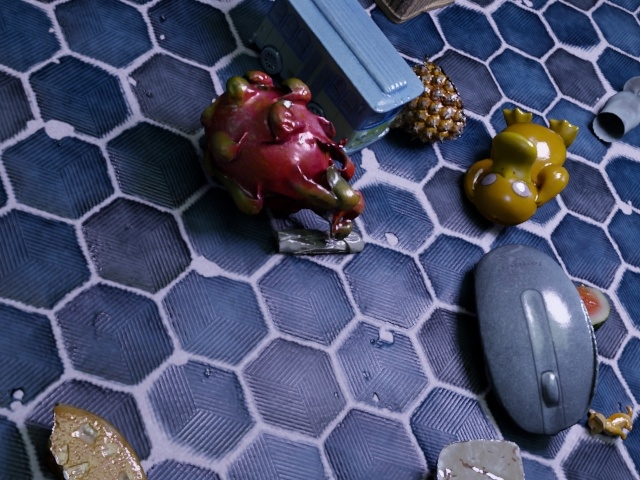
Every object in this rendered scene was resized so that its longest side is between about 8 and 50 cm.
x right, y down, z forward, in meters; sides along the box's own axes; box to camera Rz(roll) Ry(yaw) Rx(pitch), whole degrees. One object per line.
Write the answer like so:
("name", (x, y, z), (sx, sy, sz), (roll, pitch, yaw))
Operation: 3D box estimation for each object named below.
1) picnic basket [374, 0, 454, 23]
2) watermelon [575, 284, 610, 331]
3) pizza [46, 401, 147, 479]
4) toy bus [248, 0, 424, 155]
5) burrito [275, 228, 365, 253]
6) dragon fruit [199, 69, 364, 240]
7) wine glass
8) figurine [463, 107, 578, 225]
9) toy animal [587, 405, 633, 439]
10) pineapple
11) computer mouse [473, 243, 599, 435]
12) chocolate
("picnic basket", (0.234, -0.651, 2.139), (0.313, 0.175, 0.228), (-34, 82, -34))
("watermelon", (0.494, 0.142, 1.884), (0.245, 0.063, 0.119), (-12, 55, -32))
("pizza", (-0.307, 0.334, 1.326), (0.246, 0.058, 0.127), (49, 50, 3))
("toy bus", (0.028, -0.338, 1.824), (0.152, 0.190, 0.312), (-30, 79, -38))
("burrito", (0.000, 0.000, 1.704), (0.185, 0.041, 0.045), (-2, 54, -32))
("dragon fruit", (-0.059, -0.148, 1.642), (0.307, 0.227, 0.243), (13, 61, -24))
("wine glass", (0.718, -0.308, 2.247), (0.093, 0.093, 0.202), (48, 51, 4))
("figurine", (0.406, -0.146, 1.932), (0.215, 0.215, 0.228), (47, 40, 4))
("toy animal", (0.542, 0.335, 1.790), (0.083, 0.060, 0.081), (31, 92, -11))
("pineapple", (0.192, -0.262, 1.902), (0.137, 0.161, 0.176), (-25, 80, -9))
("computer mouse", (0.383, 0.164, 1.736), (0.203, 0.114, 0.374), (-10, 63, -5))
("chocolate", (0.262, 0.458, 1.550), (0.157, 0.080, 0.254), (0, 60, -12))
